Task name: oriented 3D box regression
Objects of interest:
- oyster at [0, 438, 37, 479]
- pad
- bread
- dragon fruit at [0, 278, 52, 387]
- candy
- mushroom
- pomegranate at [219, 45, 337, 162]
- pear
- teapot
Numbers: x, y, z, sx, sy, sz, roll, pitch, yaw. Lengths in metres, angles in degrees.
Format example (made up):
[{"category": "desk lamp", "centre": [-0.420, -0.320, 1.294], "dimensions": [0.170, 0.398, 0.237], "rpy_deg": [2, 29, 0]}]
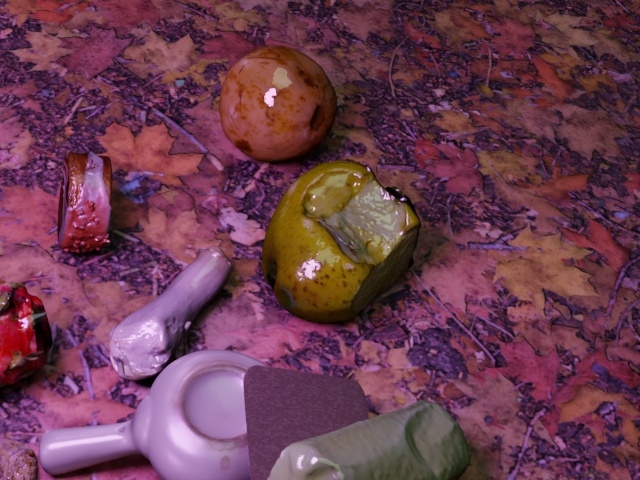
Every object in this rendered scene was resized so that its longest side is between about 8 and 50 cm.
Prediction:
[{"category": "oyster", "centre": [-0.405, 0.294, 1.280], "dimensions": [0.083, 0.038, 0.080], "rpy_deg": [39, 52, 21]}, {"category": "pad", "centre": [-0.009, 0.259, 1.292], "dimensions": [0.266, 0.002, 0.176], "rpy_deg": [18, 59, -50]}, {"category": "bread", "centre": [-0.370, -0.059, 1.549], "dimensions": [0.073, 0.160, 0.160], "rpy_deg": [5, 45, -22]}, {"category": "dragon fruit", "centre": [-0.462, 0.127, 1.339], "dimensions": [0.172, 0.166, 0.160], "rpy_deg": [-14, 48, -23]}, {"category": "candy", "centre": [0.073, 0.297, 1.249], "dimensions": [0.142, 0.132, 0.343], "rpy_deg": [28, 18, 30]}, {"category": "mushroom", "centre": [-0.221, 0.105, 1.471], "dimensions": [0.099, 0.096, 0.278], "rpy_deg": [27, 42, 11]}, {"category": "pomegranate", "centre": [-0.085, -0.246, 1.779], "dimensions": [0.215, 0.215, 0.215], "rpy_deg": [7, 45, -7]}, {"category": "pear", "centre": [0.000, 0.000, 1.581], "dimensions": [0.238, 0.164, 0.255], "rpy_deg": [38, 51, 19]}, {"category": "teapot", "centre": [-0.190, 0.241, 1.307], "dimensions": [0.318, 0.149, 0.220], "rpy_deg": [19, 49, 6]}]
